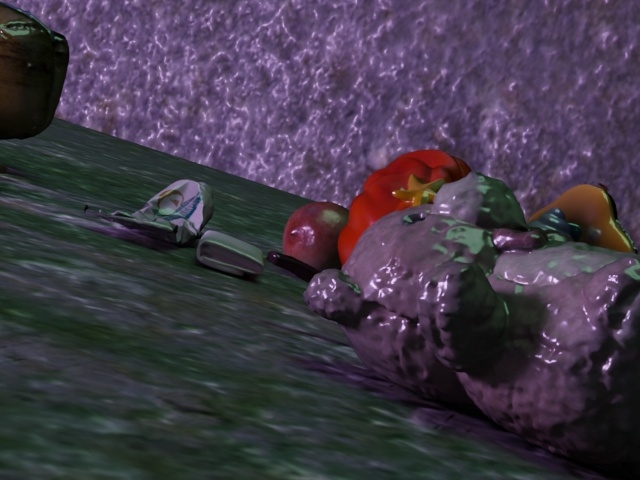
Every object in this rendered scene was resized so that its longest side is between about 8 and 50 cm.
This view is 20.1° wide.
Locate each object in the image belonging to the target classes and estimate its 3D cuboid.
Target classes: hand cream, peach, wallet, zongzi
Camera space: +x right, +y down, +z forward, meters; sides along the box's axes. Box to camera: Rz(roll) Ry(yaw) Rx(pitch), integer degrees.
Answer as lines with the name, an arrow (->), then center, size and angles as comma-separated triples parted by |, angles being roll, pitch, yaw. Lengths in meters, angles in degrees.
hand cream -> -0.148, -0.025, 1.694 | 0.084, 0.050, 0.257 | 16, 10, 7
peach -> 0.002, 0.000, 1.752 | 0.083, 0.083, 0.083 | 17, 4, -1
wallet -> -0.080, 0.012, 1.612 | 0.061, 0.025, 0.122 | 15, 3, -3
zongzi -> -0.479, -0.213, 1.862 | 0.356, 0.174, 0.393 | 16, 0, 26

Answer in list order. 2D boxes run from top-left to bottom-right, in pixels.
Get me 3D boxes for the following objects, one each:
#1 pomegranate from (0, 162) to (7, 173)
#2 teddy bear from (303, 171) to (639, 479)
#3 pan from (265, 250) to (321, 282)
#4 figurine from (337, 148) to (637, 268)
pomegranate -> -0.317, -0.103, 1.459 | 0.159, 0.129, 0.129 | 20, 5, 27
teddy bear -> 0.135, 0.048, 1.149 | 0.236, 0.151, 0.267 | 4, 17, -47
pan -> 0.048, 0.062, 1.335 | 0.212, 0.040, 0.115 | 23, 2, -21
figurine -> 0.116, 0.012, 1.555 | 0.257, 0.181, 0.208 | 13, 45, -34
